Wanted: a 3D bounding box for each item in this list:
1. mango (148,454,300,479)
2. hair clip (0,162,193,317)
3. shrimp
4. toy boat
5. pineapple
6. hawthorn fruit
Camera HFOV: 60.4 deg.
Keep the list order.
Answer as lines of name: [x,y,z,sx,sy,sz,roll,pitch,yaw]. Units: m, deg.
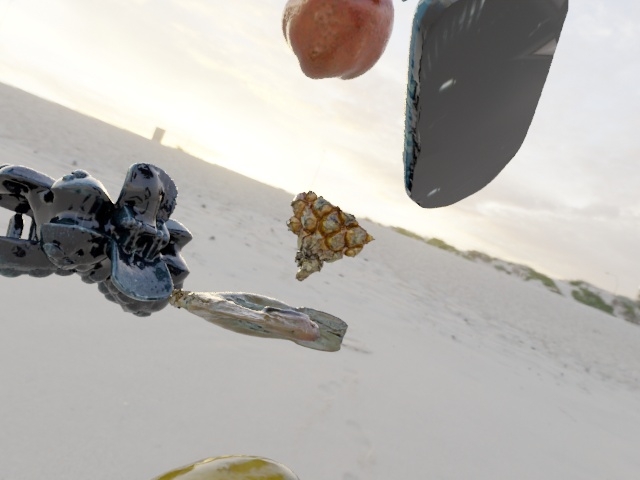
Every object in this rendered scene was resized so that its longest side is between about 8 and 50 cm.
mango: [-0.088,0.232,0.393,0.195,0.098,0.137,-15,53,-37]
hair clip: [-0.307,0.007,0.780,0.206,0.194,0.310,-15,-25,28]
shrimp: [-0.069,0.101,0.717,0.253,0.058,0.173,15,-10,-16]
toy boat: [0.127,-0.144,0.523,0.092,0.134,0.299,61,-8,27]
pineapple: [0.000,0.000,0.695,0.114,0.114,0.077,36,13,9]
hawthorn fruit: [0.029,-0.344,0.874,0.189,0.189,0.189,21,-3,1]
